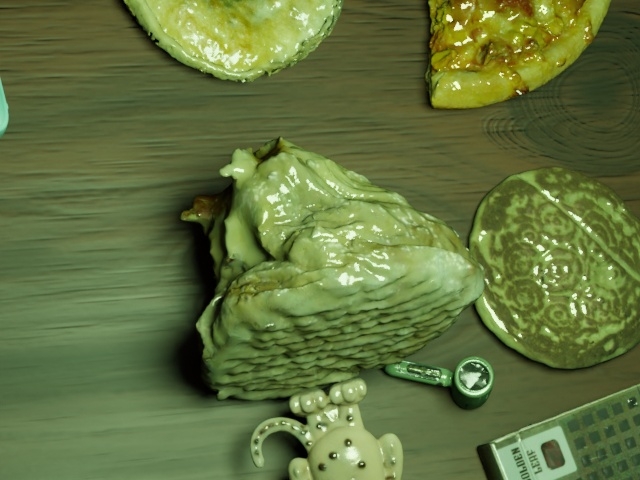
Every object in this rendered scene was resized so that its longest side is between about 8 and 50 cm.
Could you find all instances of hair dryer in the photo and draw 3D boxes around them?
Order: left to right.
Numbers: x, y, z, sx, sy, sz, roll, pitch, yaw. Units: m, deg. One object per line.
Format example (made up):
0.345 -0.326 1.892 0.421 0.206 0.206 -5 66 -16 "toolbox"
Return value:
0.118 0.152 1.755 0.150 0.071 0.047 10 69 4 "hair dryer"

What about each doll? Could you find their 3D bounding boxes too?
0.035 0.287 1.654 0.154 0.119 0.278 -23 87 -1 "doll"

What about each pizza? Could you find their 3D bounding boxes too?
0.222 -0.292 1.875 0.335 0.086 0.226 -40 92 -19 "pizza"

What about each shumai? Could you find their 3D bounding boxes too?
0.000 0.000 1.660 0.314 0.267 0.262 -17 64 8 "shumai"

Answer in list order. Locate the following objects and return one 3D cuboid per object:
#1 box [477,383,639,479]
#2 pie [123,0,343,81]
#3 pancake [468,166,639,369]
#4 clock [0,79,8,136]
0.356 0.263 1.798 0.325 0.047 0.180 -18 83 -19 "box"
-0.101 -0.312 1.798 0.274 0.055 0.274 4 76 -15 "pie"
0.284 0.035 1.840 0.250 0.031 0.250 4 75 -16 "pancake"
-0.412 -0.150 1.672 0.147 0.045 0.108 -12 80 -18 "clock"
